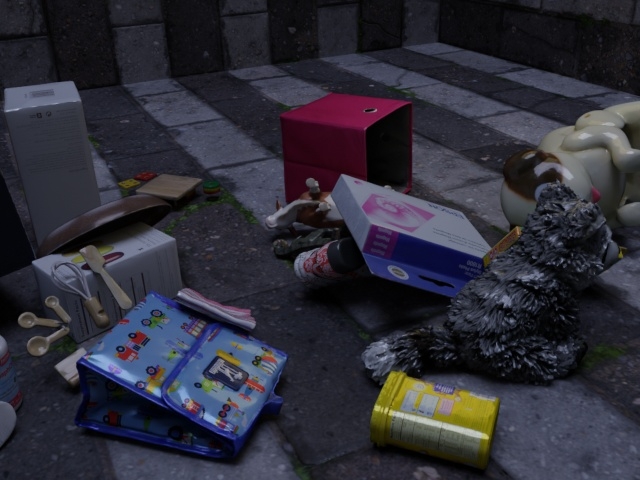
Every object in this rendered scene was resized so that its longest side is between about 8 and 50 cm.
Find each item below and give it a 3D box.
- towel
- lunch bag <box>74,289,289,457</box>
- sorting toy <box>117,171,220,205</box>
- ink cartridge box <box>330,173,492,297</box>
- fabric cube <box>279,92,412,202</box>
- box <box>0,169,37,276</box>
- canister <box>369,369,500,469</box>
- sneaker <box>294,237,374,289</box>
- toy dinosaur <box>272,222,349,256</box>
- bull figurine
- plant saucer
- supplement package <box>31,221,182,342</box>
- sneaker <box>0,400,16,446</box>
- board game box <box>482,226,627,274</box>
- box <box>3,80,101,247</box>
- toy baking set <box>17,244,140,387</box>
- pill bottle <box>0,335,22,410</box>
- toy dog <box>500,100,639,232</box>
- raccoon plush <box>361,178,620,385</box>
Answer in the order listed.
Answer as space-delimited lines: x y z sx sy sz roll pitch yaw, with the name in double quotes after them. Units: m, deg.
-0.188 0.119 1.234 0.144 0.029 0.197 23 -6 -7 "towel"
-0.202 0.229 1.097 0.293 0.138 0.221 17 29 9 "lunch bag"
-0.421 -0.134 1.884 0.275 0.046 0.132 9 29 20 "sorting toy"
0.210 -0.003 1.403 0.324 0.071 0.330 16 23 -22 "ink cartridge box"
0.074 -0.232 1.812 0.258 0.259 0.254 15 33 31 "fabric cube"
-0.801 0.002 1.341 0.396 0.211 0.294 -2 20 45 "box"
0.173 0.267 1.022 0.170 0.073 0.126 10 29 19 "canister"
0.062 0.044 1.444 0.145 0.090 0.270 -21 -12 35 "sneaker"
0.000 0.000 1.518 0.118 0.064 0.268 -15 -2 -37 "toy dinosaur"
0.027 -0.073 1.615 0.311 0.101 0.188 0 -13 -10 "bull figurine"
-0.470 -0.023 1.467 0.311 0.050 0.310 -27 -2 -1 "plant saucer"
-0.420 0.076 1.369 0.139 0.133 0.244 22 35 39 "supplement package"
-0.557 0.304 1.003 0.094 0.080 0.212 -1 23 34 "sneaker"
0.465 0.035 1.348 0.260 0.124 0.039 8 58 -18 "board game box"
-0.648 -0.190 1.677 0.168 0.345 0.215 -13 28 -19 "box"
-0.407 0.129 1.206 0.197 0.030 0.256 30 52 -13 "toy baking set"
-0.538 0.205 1.093 0.087 0.160 0.087 -2 27 1 "pill bottle"
0.585 -0.156 1.612 0.396 0.284 0.408 20 36 37 "toy dog"
0.296 0.080 1.132 0.447 0.299 0.216 -15 30 -24 "raccoon plush"
